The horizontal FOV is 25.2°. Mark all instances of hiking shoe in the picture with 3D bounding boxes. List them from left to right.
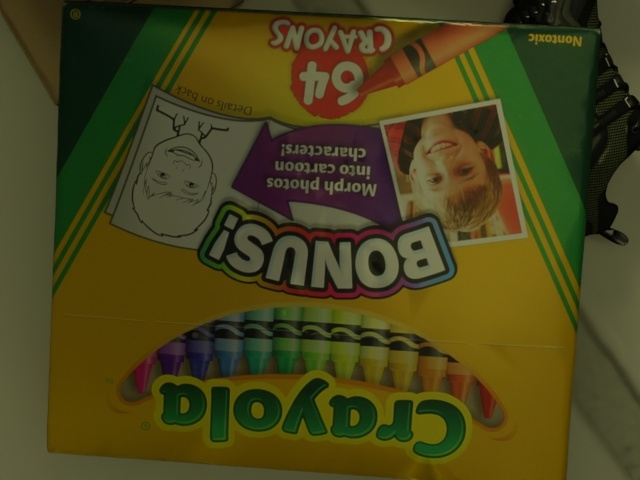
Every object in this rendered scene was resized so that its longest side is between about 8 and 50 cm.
[{"bbox_3d":[0.198,-0.109,1.088,0.114,0.086,0.227,4,98,-18],"label":"hiking shoe"}]

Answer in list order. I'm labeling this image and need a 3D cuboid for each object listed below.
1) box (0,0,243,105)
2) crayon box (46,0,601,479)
[{"bbox_3d":[-0.176,-0.227,1.066,0.164,0.021,0.201,-31,94,-5],"label":"box"},{"bbox_3d":[0.000,0.000,1.008,0.362,0.106,0.313,3,96,4],"label":"crayon box"}]
